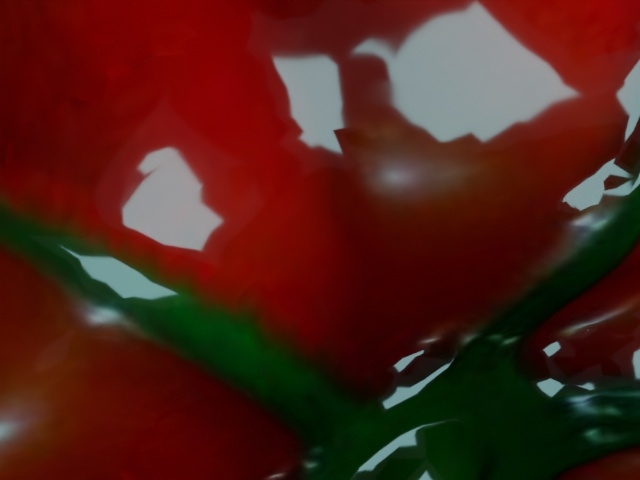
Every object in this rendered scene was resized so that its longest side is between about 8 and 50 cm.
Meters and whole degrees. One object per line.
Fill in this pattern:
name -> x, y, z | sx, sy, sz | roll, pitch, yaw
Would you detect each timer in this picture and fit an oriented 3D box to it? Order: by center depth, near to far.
timer -> 0.000, 0.000, 0.476 | 0.378, 0.279, 0.378 | -9, 125, -13
